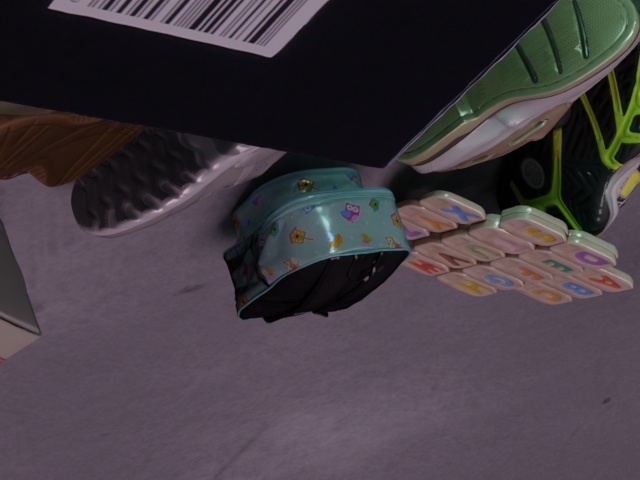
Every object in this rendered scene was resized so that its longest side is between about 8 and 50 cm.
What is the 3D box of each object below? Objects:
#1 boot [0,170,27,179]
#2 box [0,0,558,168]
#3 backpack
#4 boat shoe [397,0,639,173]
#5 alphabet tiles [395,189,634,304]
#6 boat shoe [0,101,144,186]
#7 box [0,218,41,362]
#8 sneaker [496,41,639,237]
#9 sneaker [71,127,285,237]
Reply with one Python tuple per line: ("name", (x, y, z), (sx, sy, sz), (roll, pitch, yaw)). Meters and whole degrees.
("boot", (-0.258, -0.095, 1.888), (0.114, 0.037, 0.106), (-9, 160, -20))
("box", (-0.123, -0.332, 1.157), (0.480, 0.472, 0.297), (8, 138, -44))
("backpack", (0.000, 0.000, 2.113), (0.166, 0.144, 0.188), (-3, 167, -30))
("boat shoe", (0.208, -0.165, 2.056), (0.302, 0.113, 0.103), (-27, 154, 26))
("alphabet tiles", (0.202, 0.015, 2.247), (0.278, 0.021, 0.284), (24, 160, -25))
("boat shoe", (-0.248, -0.125, 1.742), (0.121, 0.110, 0.341), (-39, 170, 15))
("box", (-0.409, 0.076, 1.903), (0.232, 0.148, 0.127), (-33, 149, 15))
("sneaker", (0.328, -0.106, 2.204), (0.147, 0.145, 0.384), (-25, 164, -35))
("sneaker", (-0.111, -0.074, 1.961), (0.281, 0.105, 0.115), (-28, 151, 5))
